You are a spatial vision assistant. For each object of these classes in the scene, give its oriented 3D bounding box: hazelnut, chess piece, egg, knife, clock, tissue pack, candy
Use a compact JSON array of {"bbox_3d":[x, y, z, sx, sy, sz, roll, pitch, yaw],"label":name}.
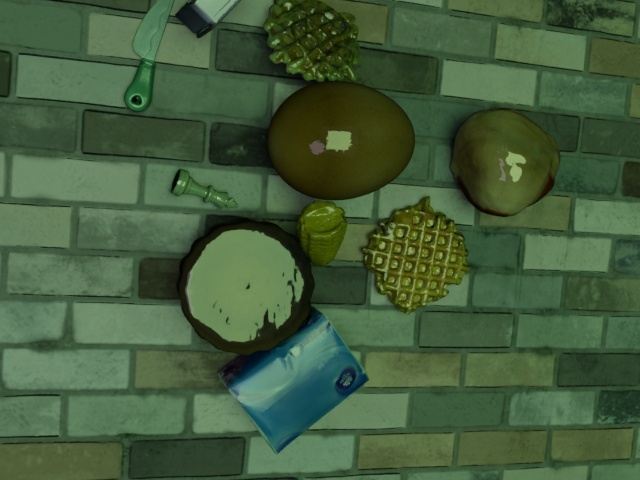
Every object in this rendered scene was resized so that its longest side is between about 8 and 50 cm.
[{"bbox_3d":[0.414,-0.180,1.837,0.261,0.241,0.261,3,86,-46],"label":"hazelnut"},{"bbox_3d":[-0.245,-0.099,1.712,0.149,0.059,0.059,24,88,-23],"label":"chess piece"},{"bbox_3d":[0.047,-0.210,1.687,0.322,0.250,0.250,-2,96,-19],"label":"egg"},{"bbox_3d":[-0.361,-0.395,1.661,0.063,0.034,0.260,13,85,-12],"label":"knife"},{"bbox_3d":[-0.209,-0.491,1.610,0.073,0.193,0.145,45,83,-18],"label":"clock"},{"bbox_3d":[-0.059,0.301,1.759,0.263,0.146,0.198,-37,105,-11],"label":"tissue pack"},{"bbox_3d":[0.000,0.000,1.733,0.106,0.199,0.094,4,60,-1],"label":"candy"}]

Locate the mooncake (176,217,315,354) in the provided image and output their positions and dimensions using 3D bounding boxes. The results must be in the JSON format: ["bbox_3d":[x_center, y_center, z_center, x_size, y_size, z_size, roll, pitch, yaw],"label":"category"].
[{"bbox_3d":[-0.161,0.093,1.700,0.290,0.161,0.290,-1,94,-17],"label":"mooncake"}]

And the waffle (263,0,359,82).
[{"bbox_3d":[-0.016,-0.433,1.712,0.223,0.054,0.204,11,68,-18],"label":"waffle"}]

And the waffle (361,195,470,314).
[{"bbox_3d":[0.228,0.038,1.875,0.254,0.052,0.245,-34,103,-11],"label":"waffle"}]
